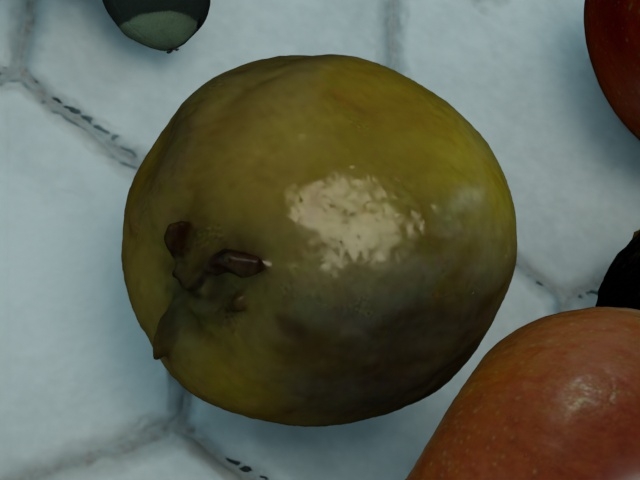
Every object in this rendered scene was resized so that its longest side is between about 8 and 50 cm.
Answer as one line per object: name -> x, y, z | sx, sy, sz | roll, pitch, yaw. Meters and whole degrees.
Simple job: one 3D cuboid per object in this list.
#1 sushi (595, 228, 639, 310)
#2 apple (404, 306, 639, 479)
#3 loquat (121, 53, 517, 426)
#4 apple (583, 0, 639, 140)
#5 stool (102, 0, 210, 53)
sushi -> 0.342, 0.033, 1.227 | 0.348, 0.207, 0.234 | -25, 84, -27
apple -> 0.137, 0.162, 1.029 | 0.206, 0.251, 0.272 | 31, 79, 17
loquat -> 0.000, 0.000, 1.105 | 0.238, 0.193, 0.238 | 18, 43, -18
apple -> 0.271, -0.148, 1.313 | 0.181, 0.181, 0.168 | -14, 66, -29
stool -> -0.157, -0.224, 1.197 | 0.228, 0.153, 0.139 | 47, 54, 9
